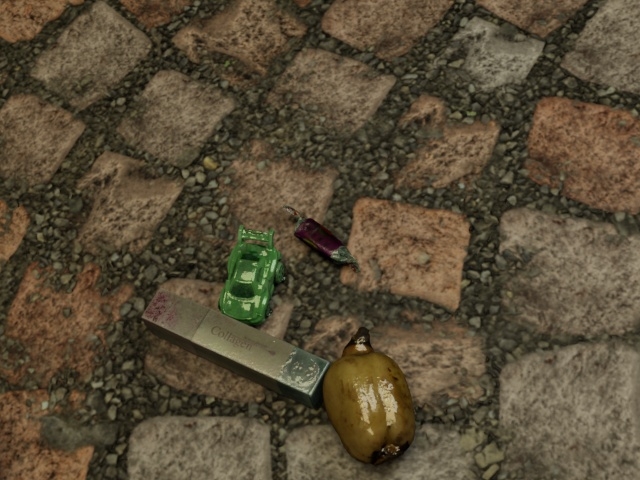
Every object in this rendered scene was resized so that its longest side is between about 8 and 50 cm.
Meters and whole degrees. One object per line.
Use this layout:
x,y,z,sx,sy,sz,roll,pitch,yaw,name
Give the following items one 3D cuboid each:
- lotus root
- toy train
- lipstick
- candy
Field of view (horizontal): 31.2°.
0.070,0.234,1.716,0.125,0.118,0.221,1,52,-27,lotus root
-0.116,0.060,1.867,0.099,0.081,0.149,9,62,14,toy train
-0.132,0.170,1.815,0.317,0.068,0.066,22,67,21,lipstick
0.000,0.000,1.901,0.175,0.045,0.043,38,79,26,candy
